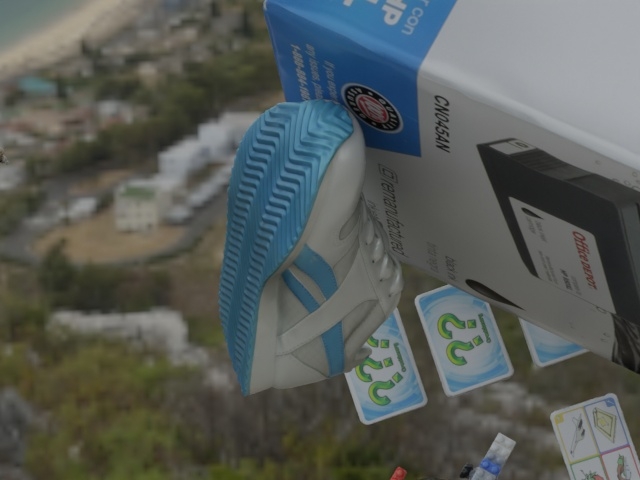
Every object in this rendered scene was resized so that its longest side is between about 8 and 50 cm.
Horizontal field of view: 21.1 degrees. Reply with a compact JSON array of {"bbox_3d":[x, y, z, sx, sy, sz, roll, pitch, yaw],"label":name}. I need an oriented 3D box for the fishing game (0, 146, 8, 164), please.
[{"bbox_3d":[-0.407,-0.091,1.446,0.264,0.189,0.041,36,38,-11],"label":"fishing game"}]

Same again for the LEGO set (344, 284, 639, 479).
[{"bbox_3d":[0.124,0.143,1.186,0.182,0.244,0.060,-18,-10,4],"label":"LEGO set"}]

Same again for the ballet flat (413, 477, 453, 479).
[{"bbox_3d":[0.074,0.232,0.658,0.095,0.281,0.096,-16,7,24],"label":"ballet flat"}]

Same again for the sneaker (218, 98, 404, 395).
[{"bbox_3d":[0.000,0.000,0.982,0.092,0.229,0.087,-8,55,-17],"label":"sneaker"}]

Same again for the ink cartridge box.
[{"bbox_3d":[0.189,-0.049,0.962,0.394,0.166,0.285,26,-18,16],"label":"ink cartridge box"}]
